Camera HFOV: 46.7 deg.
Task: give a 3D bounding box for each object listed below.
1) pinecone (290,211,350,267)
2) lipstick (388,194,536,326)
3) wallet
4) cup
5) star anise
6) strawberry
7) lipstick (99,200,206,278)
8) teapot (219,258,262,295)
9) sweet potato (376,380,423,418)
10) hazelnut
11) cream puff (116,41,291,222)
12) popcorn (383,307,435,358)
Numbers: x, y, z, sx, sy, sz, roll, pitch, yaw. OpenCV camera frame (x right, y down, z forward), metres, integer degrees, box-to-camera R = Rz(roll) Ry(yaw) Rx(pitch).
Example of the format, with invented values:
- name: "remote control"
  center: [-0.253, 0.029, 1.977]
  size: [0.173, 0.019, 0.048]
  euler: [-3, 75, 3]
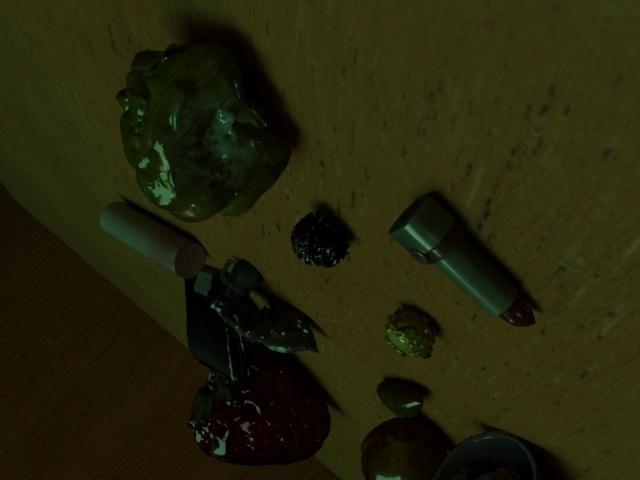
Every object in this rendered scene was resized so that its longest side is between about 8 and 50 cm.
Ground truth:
- name: "pinecone"
  center: [0.000, 0.000, 1.015]
  size: [0.083, 0.077, 0.077]
  euler: [16, 172, -25]
- name: "lipstick"
  center: [0.161, 0.035, 0.798]
  size: [0.186, 0.057, 0.063]
  euler: [42, 161, -7]
- name: "wallet"
  center: [-0.254, 0.194, 1.763]
  size: [0.221, 0.071, 0.262]
  euler: [13, 112, 57]
- name: "cup"
  center: [0.334, 0.471, 1.216]
  size: [0.288, 0.203, 0.203]
  euler: [45, 162, -27]
- name: "star anise"
  center: [-0.129, 0.160, 1.554]
  size: [0.198, 0.111, 0.257]
  euler: [32, 173, -23]
- name: "strawberry"
  center: [-0.140, 0.434, 1.910]
  size: [0.345, 0.318, 0.295]
  euler: [30, 153, -27]
- name: "lipstick"
  center: [-0.398, -0.006, 1.735]
  size: [0.327, 0.087, 0.087]
  euler: [24, 154, 41]
- name: "teapot"
  center: [-0.166, 0.075, 1.503]
  size: [0.088, 0.057, 0.066]
  euler: [34, 158, 22]
- name: "sweet potato"
  center: [0.141, 0.293, 1.378]
  size: [0.206, 0.060, 0.068]
  euler: [-175, 74, -75]
- name: "hazelnut"
  center: [0.167, 0.427, 1.472]
  size: [0.182, 0.182, 0.182]
  euler: [37, 160, 16]
- name: "cream puff"
  center: [-0.155, -0.130, 0.892]
  size: [0.194, 0.194, 0.221]
  euler: [21, 147, 46]
- name: "popcorn"
  center: [0.130, 0.136, 1.066]
  size: [0.083, 0.057, 0.082]
  euler: [46, 154, 0]
